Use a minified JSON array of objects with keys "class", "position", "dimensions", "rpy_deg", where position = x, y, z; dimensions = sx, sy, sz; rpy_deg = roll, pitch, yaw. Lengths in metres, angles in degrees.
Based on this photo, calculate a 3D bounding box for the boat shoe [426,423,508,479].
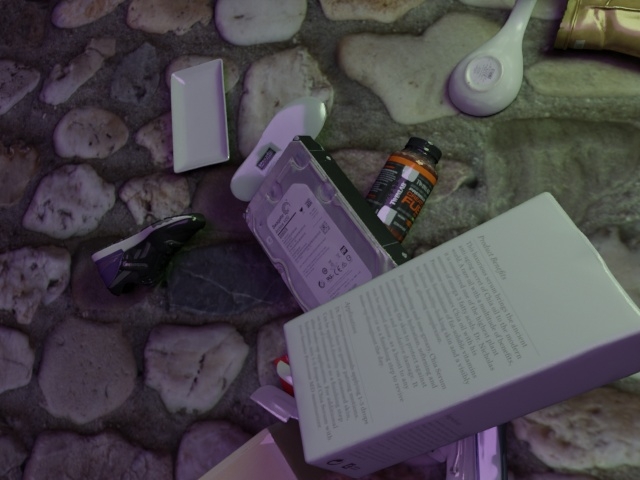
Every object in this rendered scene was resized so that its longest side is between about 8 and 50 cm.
[{"class":"boat shoe","position":[0.219,0.330,0.747],"dimensions":[0.157,0.136,0.366],"rpy_deg":[-5,68,27]}]

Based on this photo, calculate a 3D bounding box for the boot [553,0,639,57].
[{"class":"boot","position":[0.597,-0.434,0.828],"dimensions":[0.270,0.089,0.236],"rpy_deg":[17,96,20]}]

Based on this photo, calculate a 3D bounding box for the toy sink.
[{"class":"toy sink","position":[-0.122,0.445,0.819],"dimensions":[0.234,0.153,0.131],"rpy_deg":[-38,71,5]}]

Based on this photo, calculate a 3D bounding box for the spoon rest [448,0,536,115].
[{"class":"spoon rest","position":[0.356,-0.378,0.901],"dimensions":[0.137,0.084,0.276],"rpy_deg":[29,101,22]}]

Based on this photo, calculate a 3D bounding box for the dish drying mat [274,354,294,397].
[{"class":"dish drying mat","position":[-0.066,0.274,0.914],"dimensions":[0.032,0.008,0.083],"rpy_deg":[-25,71,10]}]

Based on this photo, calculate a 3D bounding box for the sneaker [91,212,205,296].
[{"class":"sneaker","position":[-0.365,0.035,1.024],"dimensions":[0.283,0.107,0.124],"rpy_deg":[-24,87,15]}]

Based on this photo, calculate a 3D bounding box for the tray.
[{"class":"tray","position":[-0.286,-0.296,1.094],"dimensions":[0.145,0.030,0.270],"rpy_deg":[-10,75,15]}]

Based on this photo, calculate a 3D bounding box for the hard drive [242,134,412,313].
[{"class":"hard drive","position":[0.000,0.000,0.868],"dimensions":[0.237,0.064,0.339],"rpy_deg":[-49,66,35]}]

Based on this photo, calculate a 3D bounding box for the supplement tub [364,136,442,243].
[{"class":"supplement tub","position":[0.155,-0.098,0.876],"dimensions":[0.106,0.106,0.197],"rpy_deg":[29,88,21]}]

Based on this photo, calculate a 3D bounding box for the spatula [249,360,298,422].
[{"class":"spatula","position":[0.014,0.287,0.845],"dimensions":[0.242,0.019,0.168],"rpy_deg":[26,52,20]}]

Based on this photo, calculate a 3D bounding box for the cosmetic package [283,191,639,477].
[{"class":"cosmetic package","position":[0.185,0.152,0.674],"dimensions":[0.453,0.161,0.230],"rpy_deg":[-29,47,16]}]

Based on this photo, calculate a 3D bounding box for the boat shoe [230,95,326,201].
[{"class":"boat shoe","position":[-0.087,-0.191,0.981],"dimensions":[0.096,0.088,0.267],"rpy_deg":[37,97,-3]}]
